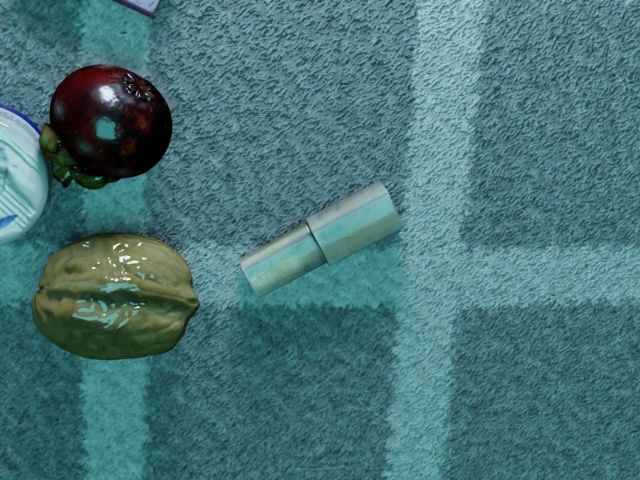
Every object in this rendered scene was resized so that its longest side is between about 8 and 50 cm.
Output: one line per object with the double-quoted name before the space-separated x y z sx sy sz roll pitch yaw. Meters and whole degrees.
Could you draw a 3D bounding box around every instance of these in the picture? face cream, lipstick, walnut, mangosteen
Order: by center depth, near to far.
"mangosteen" -0.310 -0.154 1.752 0.200 0.200 0.200 -2 108 -8
"face cream" -0.492 -0.092 1.773 0.206 0.111 0.206 -3 109 -9
"walnut" -0.300 0.083 1.818 0.245 0.198 0.198 5 107 -8
"lipstick" 0.000 0.000 1.891 0.253 0.079 0.077 -27 109 0

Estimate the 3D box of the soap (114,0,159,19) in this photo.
"soap" -0.303 -0.408 1.724 0.203 0.065 0.122 23 103 -15
